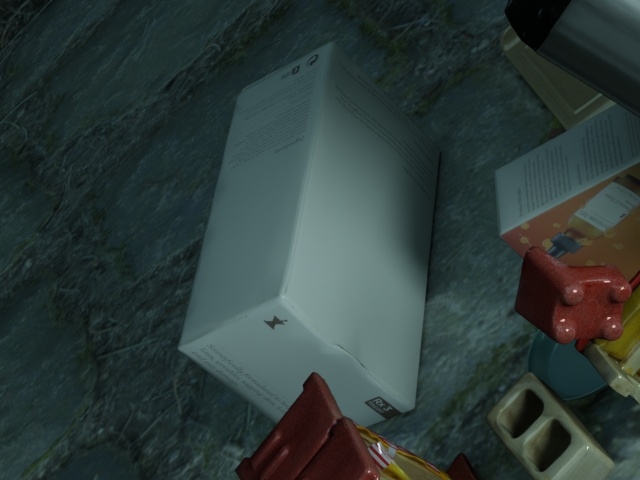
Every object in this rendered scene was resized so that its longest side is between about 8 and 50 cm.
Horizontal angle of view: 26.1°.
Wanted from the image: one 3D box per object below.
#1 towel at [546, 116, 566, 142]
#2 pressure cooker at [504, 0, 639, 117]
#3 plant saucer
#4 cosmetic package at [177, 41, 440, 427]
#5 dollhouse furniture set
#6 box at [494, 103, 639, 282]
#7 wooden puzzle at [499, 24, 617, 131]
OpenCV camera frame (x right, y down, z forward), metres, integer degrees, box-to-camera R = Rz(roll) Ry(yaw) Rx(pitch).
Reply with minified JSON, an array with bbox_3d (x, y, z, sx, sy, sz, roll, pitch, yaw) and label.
[{"bbox_3d":[0.282,-0.133,1.477,0.083,0.009,0.060,-9,48,46],"label":"towel"},{"bbox_3d":[0.402,-0.214,1.044,0.375,0.420,0.370,-56,-1,-30],"label":"pressure cooker"},{"bbox_3d":[0.244,0.099,1.261,0.119,0.021,0.119,-31,36,26],"label":"plant saucer"},{"bbox_3d":[0.000,0.000,1.491,0.156,0.217,0.385,-24,37,34],"label":"cosmetic package"},{"bbox_3d":[0.133,0.137,1.158,0.374,0.201,0.152,-50,31,9],"label":"dollhouse furniture set"},{"bbox_3d":[0.267,-0.036,1.273,0.170,0.130,0.091,-30,37,29],"label":"box"},{"bbox_3d":[0.325,-0.221,1.485,0.221,0.044,0.238,-38,37,10],"label":"wooden puzzle"}]
